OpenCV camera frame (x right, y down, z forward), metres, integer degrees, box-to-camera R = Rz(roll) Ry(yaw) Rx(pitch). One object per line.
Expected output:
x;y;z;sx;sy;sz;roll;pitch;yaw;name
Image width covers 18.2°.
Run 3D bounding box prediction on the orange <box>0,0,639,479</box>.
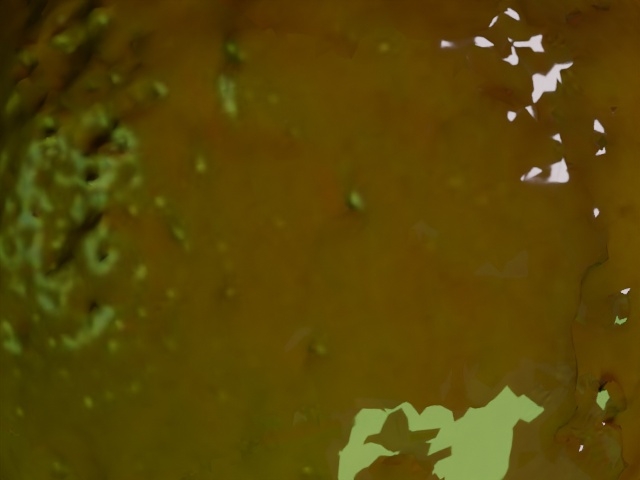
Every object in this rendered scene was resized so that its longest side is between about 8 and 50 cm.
0.000;0.000;0.679;0.293;0.341;0.340;-2;147;19;orange
